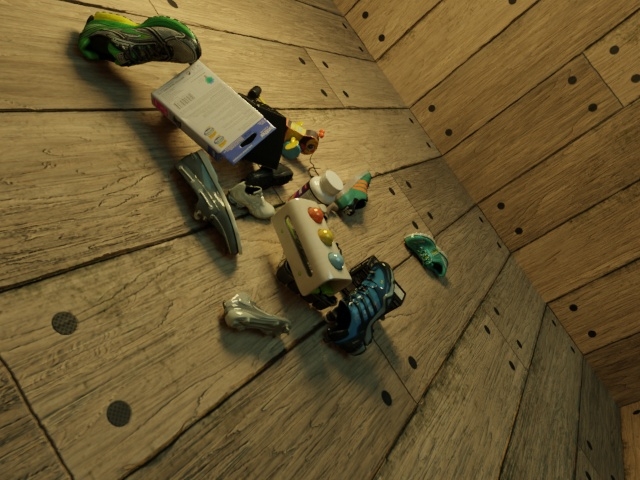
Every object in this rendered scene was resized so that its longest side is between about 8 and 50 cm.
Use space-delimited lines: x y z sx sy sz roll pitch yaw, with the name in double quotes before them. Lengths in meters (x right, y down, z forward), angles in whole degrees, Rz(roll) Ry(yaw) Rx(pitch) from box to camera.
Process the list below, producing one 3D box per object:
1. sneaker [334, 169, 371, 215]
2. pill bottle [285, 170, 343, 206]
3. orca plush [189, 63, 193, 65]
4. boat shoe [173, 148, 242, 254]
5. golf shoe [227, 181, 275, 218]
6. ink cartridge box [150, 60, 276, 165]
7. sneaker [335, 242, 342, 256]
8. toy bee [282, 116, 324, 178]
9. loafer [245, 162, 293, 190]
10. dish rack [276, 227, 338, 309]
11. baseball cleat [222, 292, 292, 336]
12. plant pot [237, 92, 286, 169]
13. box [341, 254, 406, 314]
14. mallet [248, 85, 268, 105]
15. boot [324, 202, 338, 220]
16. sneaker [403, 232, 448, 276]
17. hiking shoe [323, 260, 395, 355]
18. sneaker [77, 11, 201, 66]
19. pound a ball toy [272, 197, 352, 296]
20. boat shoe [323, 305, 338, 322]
"sneaker" 0.144 -0.188 2.018 0.121 0.108 0.302 52 39 -3
"pill bottle" -0.018 -0.147 1.671 0.108 0.193 0.108 34 36 -29
"orca plush" -0.436 -0.489 1.552 0.102 0.151 0.287 3 55 -12
"boat shoe" -0.306 -0.094 1.369 0.099 0.116 0.319 -23 83 -14
"golf shoe" -0.195 -0.123 1.521 0.176 0.086 0.069 22 41 -42
"ink cartridge box" -0.301 -0.353 1.409 0.311 0.065 0.186 40 65 6
"sneaker" 0.058 0.056 1.718 0.040 0.043 0.109 0 61 -55
"toy bee" -0.070 -0.387 1.873 0.298 0.162 0.195 23 41 -40
"loafer" -0.179 -0.218 1.655 0.078 0.076 0.223 44 31 16
"dish rack" -0.032 0.074 1.553 0.208 0.074 0.271 41 33 -21
"baseball cleat" -0.159 0.186 1.280 0.206 0.072 0.109 22 36 -45
"plant pot" -0.216 -0.353 1.573 0.187 0.167 0.188 11 24 -45
"box" 0.170 0.163 1.659 0.180 0.147 0.077 49 32 -5
"mallet" -0.205 -0.529 1.958 0.189 0.039 0.062 43 36 -23
"boot" 0.022 -0.111 1.843 0.118 0.042 0.087 29 45 -32
"sneaker" 0.479 0.061 2.215 0.275 0.107 0.110 37 44 -24
"hiking shoe" 0.126 0.189 1.491 0.132 0.113 0.304 34 71 -30
"sneaker" -0.501 -0.535 1.392 0.343 0.134 0.146 5 56 3
"pound a ball toy" 0.000 0.000 1.474 0.208 0.135 0.319 9 50 -49
"boat shoe" 0.058 0.224 1.556 0.125 0.038 0.046 -7 65 -55
